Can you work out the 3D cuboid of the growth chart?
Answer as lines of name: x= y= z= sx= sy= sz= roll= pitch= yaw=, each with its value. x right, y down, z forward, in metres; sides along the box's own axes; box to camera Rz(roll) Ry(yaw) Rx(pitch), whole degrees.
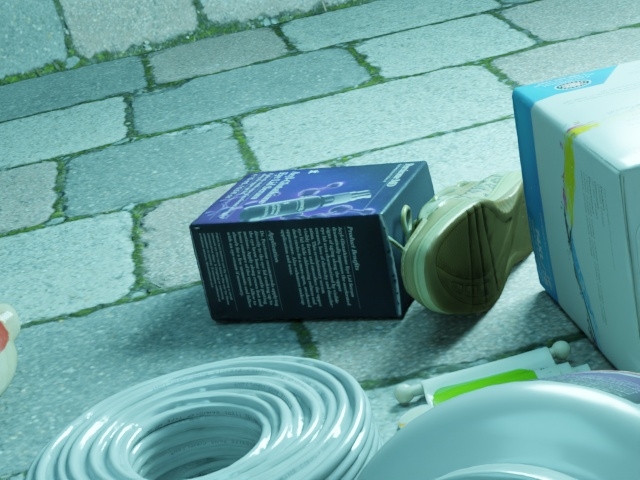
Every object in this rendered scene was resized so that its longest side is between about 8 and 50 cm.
growth chart: x=0.159 y=0.137 z=1.005 sx=0.172 sy=0.021 sz=0.237 roll=-17 pitch=20 yaw=-12

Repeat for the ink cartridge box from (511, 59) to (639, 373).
ink cartridge box: x=0.299 y=-0.026 z=1.102 sx=0.198 sy=0.197 sz=0.270 roll=-13 pitch=20 yaw=-4

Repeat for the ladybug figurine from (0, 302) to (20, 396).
ladybug figurine: x=-0.480 y=0.130 z=1.175 sx=0.449 sy=0.162 sz=0.305 roll=-24 pitch=23 yaw=-30

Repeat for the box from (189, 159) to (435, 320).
box: x=0.000 y=0.000 z=1.332 sx=0.207 sy=0.108 sz=0.153 roll=-4 pitch=21 yaw=22

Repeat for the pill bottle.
pill bottle: x=0.112 y=0.151 z=0.603 sx=0.181 sy=0.181 sz=0.323 roll=-4 pitch=-5 yaw=20

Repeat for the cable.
cable: x=-0.080 y=0.170 z=0.947 sx=0.257 sy=0.089 sz=0.257 roll=-27 pitch=25 yaw=-36

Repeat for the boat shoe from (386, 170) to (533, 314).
boat shoe: x=0.132 y=0.000 z=1.275 sx=0.089 sy=0.104 sz=0.285 roll=2 pitch=14 yaw=27
